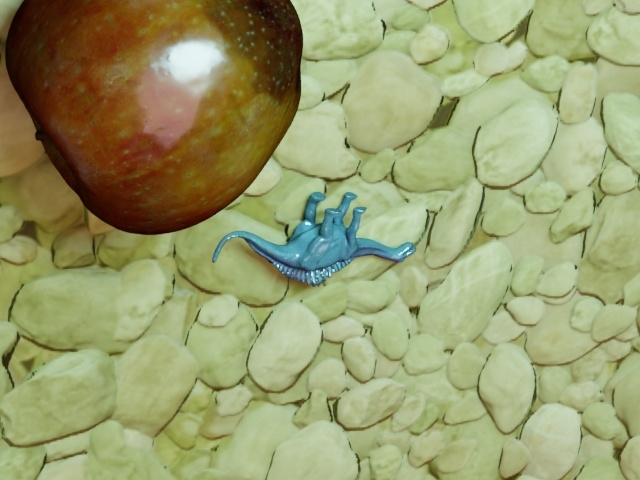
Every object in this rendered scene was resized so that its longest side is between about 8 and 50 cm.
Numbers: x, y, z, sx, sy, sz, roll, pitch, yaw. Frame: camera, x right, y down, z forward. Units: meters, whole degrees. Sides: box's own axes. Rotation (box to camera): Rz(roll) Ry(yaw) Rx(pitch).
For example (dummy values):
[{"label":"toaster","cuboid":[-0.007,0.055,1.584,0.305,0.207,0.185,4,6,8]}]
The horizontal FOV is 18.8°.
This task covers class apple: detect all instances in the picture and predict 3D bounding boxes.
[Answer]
[{"label":"apple","cuboid":[-0.116,-0.123,1.453,0.230,0.230,0.230,-8,119,-15]}]

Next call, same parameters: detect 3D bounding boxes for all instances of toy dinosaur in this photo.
[{"label":"toy dinosaur","cuboid":[0.000,0.000,1.658,0.197,0.045,0.080,-1,120,-29]}]
